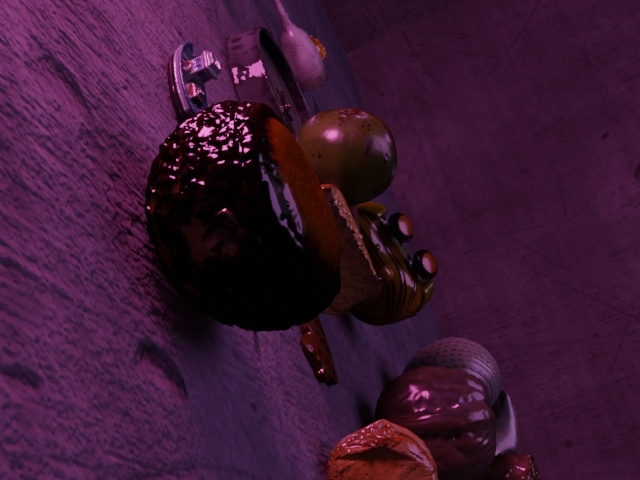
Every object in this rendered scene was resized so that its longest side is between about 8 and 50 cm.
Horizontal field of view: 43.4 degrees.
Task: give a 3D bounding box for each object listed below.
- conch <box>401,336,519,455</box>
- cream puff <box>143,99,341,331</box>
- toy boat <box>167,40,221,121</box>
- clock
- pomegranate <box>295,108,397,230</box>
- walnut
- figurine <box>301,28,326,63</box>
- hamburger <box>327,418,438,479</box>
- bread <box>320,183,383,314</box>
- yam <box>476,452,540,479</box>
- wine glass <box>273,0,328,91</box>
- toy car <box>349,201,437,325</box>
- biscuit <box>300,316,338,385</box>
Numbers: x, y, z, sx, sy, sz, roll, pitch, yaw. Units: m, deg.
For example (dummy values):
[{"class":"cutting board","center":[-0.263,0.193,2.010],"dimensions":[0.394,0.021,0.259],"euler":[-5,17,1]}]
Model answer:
[{"class":"conch","center":[0.272,0.374,1.687],"dimensions":[0.319,0.215,0.303],"euler":[-39,104,-46]},{"class":"cream puff","center":[-0.077,-0.017,0.802],"dimensions":[0.239,0.164,0.239],"euler":[-22,90,-79]},{"class":"toy boat","center":[-0.160,-0.210,1.036],"dimensions":[0.059,0.066,0.140],"euler":[49,21,-51]},{"class":"clock","center":[-0.077,-0.244,1.516],"dimensions":[0.325,0.067,0.325],"euler":[-21,90,-79]},{"class":"pomegranate","center":[0.039,-0.112,1.361],"dimensions":[0.181,0.181,0.224],"euler":[-92,-174,-61]},{"class":"walnut","center":[0.192,0.323,1.378],"dimensions":[0.224,0.224,0.224],"euler":[-21,90,-79]},{"class":"figurine","center":[-0.027,-0.480,2.114],"dimensions":[0.115,0.094,0.156],"euler":[51,-18,33]},{"class":"hamburger","center":[0.085,0.312,1.047],"dimensions":[0.147,0.138,0.083],"euler":[62,12,-3]},{"class":"bread","center":[-0.004,-0.009,1.261],"dimensions":[0.134,0.129,0.260],"euler":[-106,169,-49]},{"class":"yam","center":[0.277,0.460,1.430],"dimensions":[0.128,0.238,0.129],"euler":[-87,160,-61]},{"class":"wine glass","center":[-0.056,-0.489,1.912],"dimensions":[0.310,0.096,0.264],"euler":[64,-3,-27]},{"class":"toy car","center":[0.092,0.056,1.508],"dimensions":[0.248,0.200,0.142],"euler":[55,43,-4]},{"class":"biscuit","center":[-0.003,0.158,1.226],"dimensions":[0.119,0.019,0.130],"euler":[58,14,-45]}]
